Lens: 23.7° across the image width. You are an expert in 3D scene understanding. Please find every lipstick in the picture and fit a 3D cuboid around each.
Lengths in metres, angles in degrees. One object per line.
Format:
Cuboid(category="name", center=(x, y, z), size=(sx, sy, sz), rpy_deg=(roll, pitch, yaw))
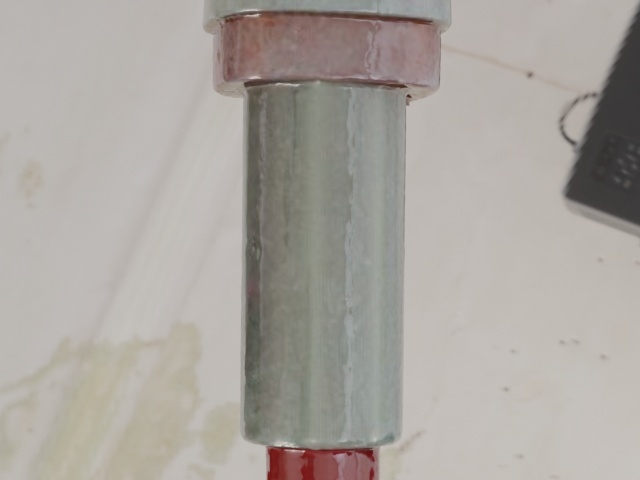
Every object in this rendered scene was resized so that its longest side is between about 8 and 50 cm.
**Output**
Cuboid(category="lipstick", center=(0.000, 0.000, 0.397), size=(0.063, 0.057, 0.186), rpy_deg=(2, -91, -13))
